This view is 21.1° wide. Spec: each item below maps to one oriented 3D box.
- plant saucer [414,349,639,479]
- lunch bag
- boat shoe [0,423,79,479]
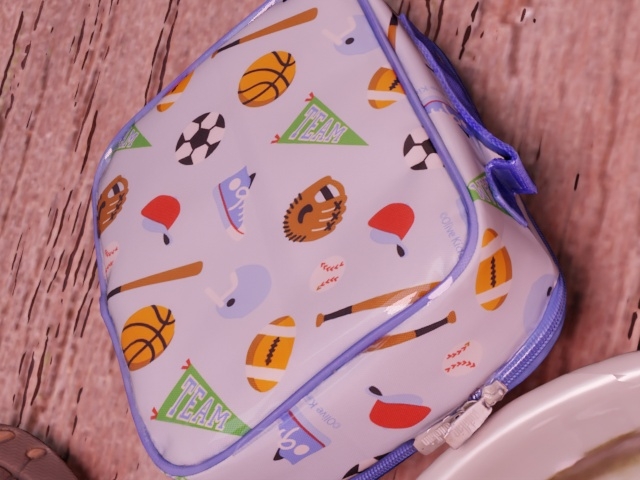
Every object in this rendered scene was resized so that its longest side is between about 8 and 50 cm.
[{"bbox_3d":[0.190,0.245,0.786,0.400,0.100,0.400,-10,60,18],"label":"plant saucer"},{"bbox_3d":[0.000,0.000,0.935,0.243,0.115,0.303,-37,42,14],"label":"lunch bag"},{"bbox_3d":[-0.139,0.259,0.990,0.355,0.132,0.130,49,133,36],"label":"boat shoe"}]
